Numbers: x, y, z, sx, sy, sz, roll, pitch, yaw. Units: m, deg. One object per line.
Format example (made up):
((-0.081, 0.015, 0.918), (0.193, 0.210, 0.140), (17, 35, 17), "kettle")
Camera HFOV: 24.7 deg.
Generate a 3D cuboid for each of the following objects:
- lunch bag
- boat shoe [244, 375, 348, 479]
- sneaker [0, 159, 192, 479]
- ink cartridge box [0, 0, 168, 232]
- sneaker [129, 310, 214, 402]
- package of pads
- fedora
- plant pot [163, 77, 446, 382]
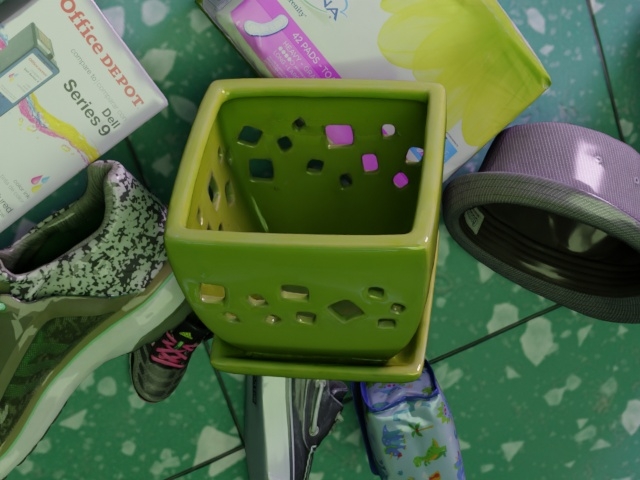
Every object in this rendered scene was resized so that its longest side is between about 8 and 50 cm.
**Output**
((0.088, 0.188, 1.516), (0.096, 0.151, 0.129), (-14, 110, 2), "lunch bag")
((-0.021, 0.166, 1.504), (0.102, 0.108, 0.301), (-3, 100, -15), "boat shoe")
((-0.294, 0.071, 1.338), (0.410, 0.158, 0.182), (-42, 133, -10), "sneaker")
((-0.271, -0.129, 1.334), (0.212, 0.093, 0.154), (-37, 113, -6), "ink cartridge box")
((-0.141, 0.090, 1.452), (0.063, 0.075, 0.170), (22, 99, -22), "sneaker")
((0.060, -0.195, 1.414), (0.229, 0.101, 0.296), (-43, 115, -1), "package of pads")
((0.261, -0.032, 1.489), (0.275, 0.243, 0.124), (26, 69, -14), "fedora")
((0.000, 0.000, 1.317), (0.227, 0.228, 0.207), (2, 134, 9), "plant pot")
